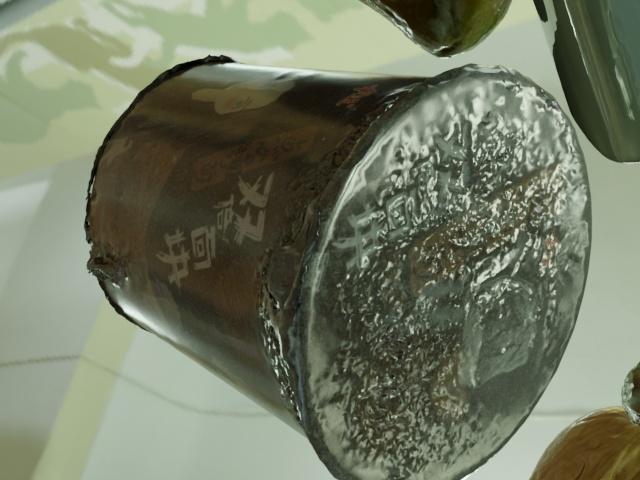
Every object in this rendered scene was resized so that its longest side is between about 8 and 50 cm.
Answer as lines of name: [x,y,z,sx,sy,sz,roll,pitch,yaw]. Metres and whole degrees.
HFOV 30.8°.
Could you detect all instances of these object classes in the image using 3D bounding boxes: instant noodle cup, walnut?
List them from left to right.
instant noodle cup: [0.000,0.000,0.620,0.207,0.217,0.217,20,-102,45]
walnut: [0.320,0.279,1.296,0.206,0.159,0.159,-61,-150,22]

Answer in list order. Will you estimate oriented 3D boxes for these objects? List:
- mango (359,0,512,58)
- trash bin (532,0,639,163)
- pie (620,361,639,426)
mango: [0.004,-0.245,0.675,0.316,0.146,0.193,53,-48,14]
trash bin: [0.090,-0.102,0.367,0.059,0.130,0.116,-19,-163,10]
pie: [0.360,0.076,0.917,0.257,0.274,0.105,-40,-115,44]
